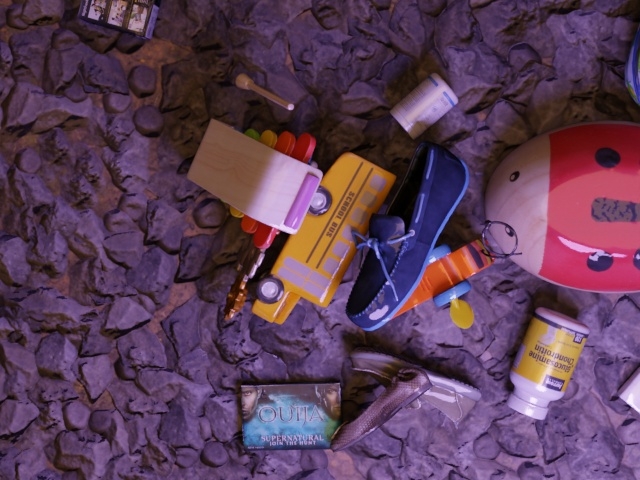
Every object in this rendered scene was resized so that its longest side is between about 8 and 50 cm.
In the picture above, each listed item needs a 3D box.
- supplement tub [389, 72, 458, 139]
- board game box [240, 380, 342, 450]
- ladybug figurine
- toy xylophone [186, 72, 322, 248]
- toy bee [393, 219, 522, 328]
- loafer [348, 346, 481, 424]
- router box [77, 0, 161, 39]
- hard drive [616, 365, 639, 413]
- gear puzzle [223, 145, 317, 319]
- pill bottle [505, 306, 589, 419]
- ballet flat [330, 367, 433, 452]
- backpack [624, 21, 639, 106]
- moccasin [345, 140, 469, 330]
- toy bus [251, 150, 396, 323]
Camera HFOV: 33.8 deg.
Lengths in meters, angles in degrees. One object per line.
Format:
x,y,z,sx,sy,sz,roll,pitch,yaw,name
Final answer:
0.184,-0.238,1.863,0.107,0.071,0.071,-40,91,6,supplement tub
-0.052,0.324,1.947,0.186,0.026,0.126,-2,95,4,board game box
0.511,-0.055,1.809,0.449,0.162,0.305,0,94,4,ladybug figurine
-0.113,-0.142,1.783,0.081,0.322,0.236,20,105,-39,toy xylophone
0.243,0.058,1.857,0.298,0.162,0.195,-7,97,31,toy bee
0.162,0.262,1.893,0.251,0.094,0.087,21,92,2,loafer
-0.349,-0.466,1.893,0.133,0.046,0.179,17,95,3,router box
0.735,0.215,1.874,0.233,0.047,0.353,39,97,0,hard drive
-0.092,-0.008,1.853,0.044,0.175,0.339,23,96,-16,gear puzzle
0.398,0.219,1.869,0.103,0.103,0.184,21,96,2,pill bottle
0.098,0.297,1.856,0.250,0.084,0.058,-44,76,33,ballet flat
0.664,-0.346,1.750,0.290,0.273,0.356,35,107,-4,backpack
0.122,-0.016,1.792,0.117,0.137,0.342,38,71,-32,moccasin
0.000,0.000,1.876,0.130,0.108,0.333,28,96,-3,toy bus
